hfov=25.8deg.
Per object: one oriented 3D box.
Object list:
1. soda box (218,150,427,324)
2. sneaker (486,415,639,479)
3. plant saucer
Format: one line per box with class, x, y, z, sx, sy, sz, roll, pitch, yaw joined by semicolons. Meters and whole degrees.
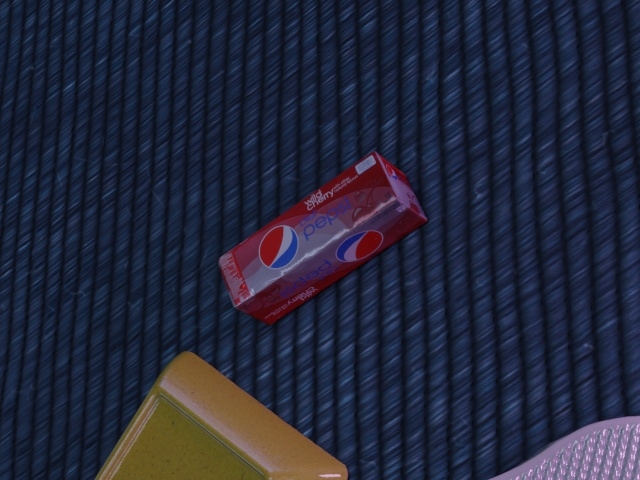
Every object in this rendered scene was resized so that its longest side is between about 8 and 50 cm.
soda box;0.000;0.000;1.806;0.263;0.092;0.083;-33;59;16
sneaker;0.269;0.284;1.529;0.321;0.127;0.126;-17;67;-3
plant saucer;-0.178;0.345;1.792;0.333;0.081;0.333;32;90;36
